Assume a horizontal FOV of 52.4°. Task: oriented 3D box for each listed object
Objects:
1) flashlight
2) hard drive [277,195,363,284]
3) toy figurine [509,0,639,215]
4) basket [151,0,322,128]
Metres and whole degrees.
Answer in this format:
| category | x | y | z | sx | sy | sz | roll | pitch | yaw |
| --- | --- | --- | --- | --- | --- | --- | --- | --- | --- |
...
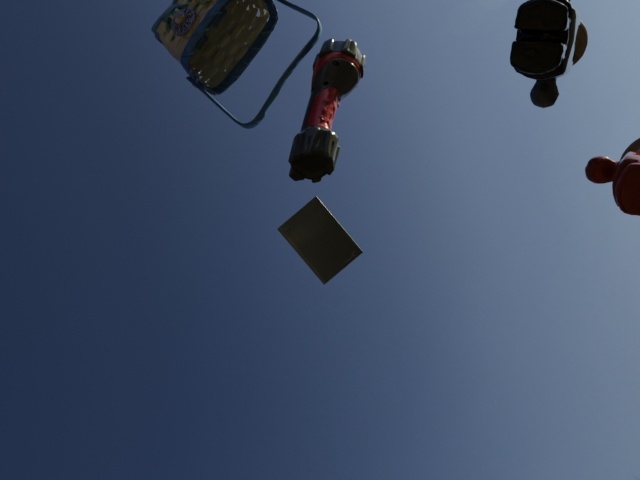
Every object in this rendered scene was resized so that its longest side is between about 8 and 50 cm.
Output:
| category | x | y | z | sx | sy | sz | roll | pitch | yaw |
| --- | --- | --- | --- | --- | --- | --- | --- | --- | --- |
| flashlight | 0.017 | -0.247 | 1.203 | 0.103 | 0.103 | 0.304 | 88 | -169 | -51 |
| hard drive | 0.000 | 0.000 | 1.192 | 0.094 | 0.022 | 0.135 | -40 | -90 | 3 |
| toy figurine | 0.263 | -0.138 | 0.469 | 0.213 | 0.209 | 0.148 | -42 | -8 | 30 |
| basket | -0.173 | -0.392 | 1.291 | 0.255 | 0.289 | 0.201 | -55 | -13 | 2 |
